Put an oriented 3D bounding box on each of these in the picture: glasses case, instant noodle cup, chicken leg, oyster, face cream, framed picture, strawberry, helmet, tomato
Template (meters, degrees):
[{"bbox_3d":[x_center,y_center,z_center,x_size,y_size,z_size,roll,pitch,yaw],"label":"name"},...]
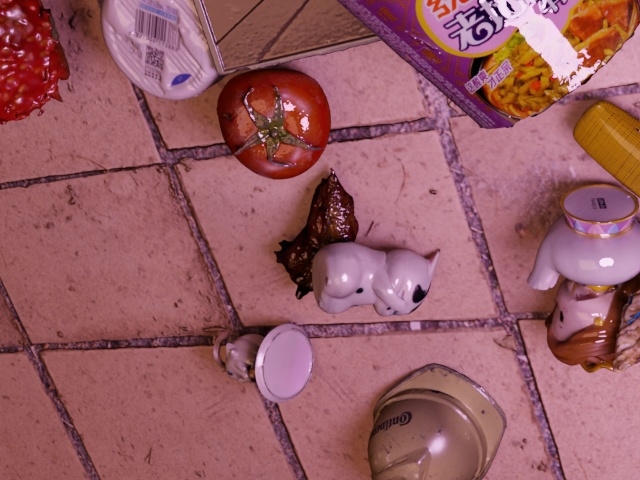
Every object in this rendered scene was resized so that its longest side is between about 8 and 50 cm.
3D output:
[{"bbox_3d":[0.423,-0.087,1.706,0.234,0.064,0.079,38,144,6],"label":"glasses case"},{"bbox_3d":[0.202,-0.303,1.554,0.266,0.340,0.340,47,133,-14],"label":"instant noodle cup"},{"bbox_3d":[0.000,0.000,2.035,0.105,0.063,0.234,35,130,2],"label":"chicken leg"},{"bbox_3d":[0.490,0.087,1.712,0.214,0.083,0.222,4,128,-22],"label":"oyster"},{"bbox_3d":[-0.210,-0.306,1.934,0.206,0.111,0.205,16,128,22],"label":"face cream"},{"bbox_3d":[-0.031,-0.342,1.791,0.290,0.020,0.211,-12,114,14],"label":"framed picture"},{"bbox_3d":[-0.559,-0.274,2.021,0.292,0.343,0.292,32,138,34],"label":"strawberry"},{"bbox_3d":[0.156,0.330,2.099,0.204,0.137,0.257,35,131,8],"label":"helmet"},{"bbox_3d":[-0.062,-0.167,1.904,0.167,0.167,0.167,16,126,23],"label":"tomato"}]

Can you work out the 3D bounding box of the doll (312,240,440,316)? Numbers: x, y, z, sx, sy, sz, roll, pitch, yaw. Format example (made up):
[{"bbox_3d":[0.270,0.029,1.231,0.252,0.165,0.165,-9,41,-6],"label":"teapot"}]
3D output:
[{"bbox_3d":[0.076,0.058,1.961,0.181,0.106,0.110,10,140,-10],"label":"doll"}]

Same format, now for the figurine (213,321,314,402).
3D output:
[{"bbox_3d":[-0.103,0.187,2.197,0.154,0.132,0.132,7,124,43],"label":"figurine"}]

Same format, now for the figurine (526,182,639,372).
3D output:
[{"bbox_3d":[0.369,0.063,1.793,0.190,0.142,0.263,-1,121,9],"label":"figurine"}]
